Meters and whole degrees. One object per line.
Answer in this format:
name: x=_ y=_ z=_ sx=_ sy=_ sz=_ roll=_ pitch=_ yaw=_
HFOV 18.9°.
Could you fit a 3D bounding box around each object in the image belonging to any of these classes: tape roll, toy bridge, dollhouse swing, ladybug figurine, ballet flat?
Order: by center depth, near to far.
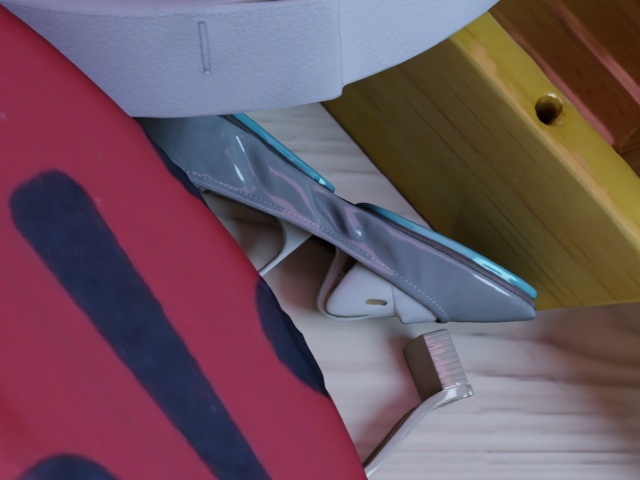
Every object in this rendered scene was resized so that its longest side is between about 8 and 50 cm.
ladybug figurine: x=-0.116 y=0.065 z=0.687 sx=0.449 sy=0.162 sz=0.305 roll=52 pitch=34 yaw=-5
toy bridge: x=-0.008 y=0.091 z=0.878 sx=0.188 sy=0.026 sz=0.063 roll=-13 pitch=75 yaw=-27
tape roll: x=-0.062 y=-0.222 z=0.884 sx=0.392 sy=0.072 sz=0.392 roll=-1 pitch=54 yaw=2
ballet flat: x=0.000 y=0.000 z=0.911 sx=0.213 sy=0.072 sz=0.068 roll=31 pitch=86 yaw=-6
dollhouse swing: x=0.205 y=-0.175 z=0.929 sx=0.347 sy=0.305 sz=0.315 roll=-39 pitch=85 yaw=-31
